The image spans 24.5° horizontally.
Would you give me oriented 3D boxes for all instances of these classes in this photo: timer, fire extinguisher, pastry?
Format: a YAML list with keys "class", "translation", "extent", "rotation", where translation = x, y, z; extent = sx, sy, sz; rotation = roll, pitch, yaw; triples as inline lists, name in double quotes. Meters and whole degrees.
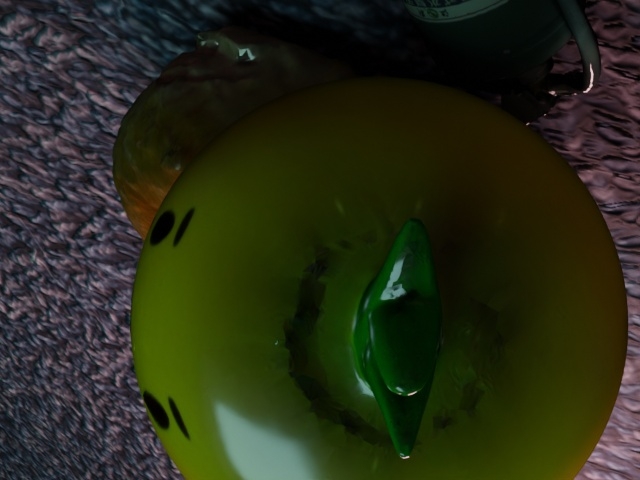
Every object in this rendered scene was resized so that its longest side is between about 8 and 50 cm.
- class: "timer"
  translation: [0.032, 0.042, 0.730]
  extent: [0.285, 0.285, 0.285]
  rotation: [26, 152, 15]
- class: "fire extinguisher"
  translation: [0.070, -0.155, 0.735]
  extent: [0.118, 0.093, 0.294]
  rotation: [11, 145, 44]
- class: "pastry"
  translation: [0.000, 0.000, 1.015]
  extent: [0.330, 0.136, 0.329]
  rotation: [25, 152, 14]
